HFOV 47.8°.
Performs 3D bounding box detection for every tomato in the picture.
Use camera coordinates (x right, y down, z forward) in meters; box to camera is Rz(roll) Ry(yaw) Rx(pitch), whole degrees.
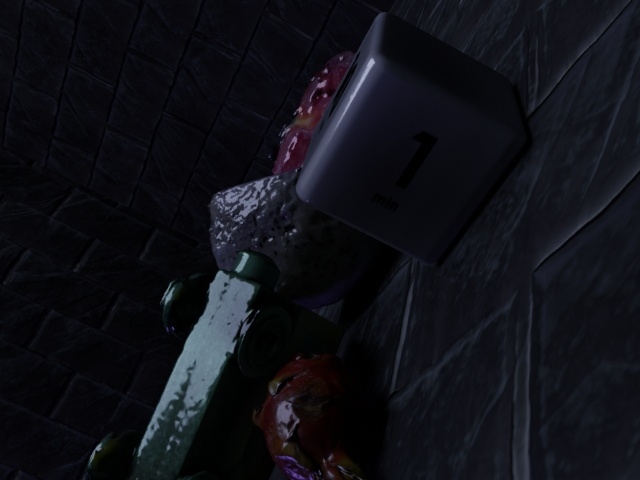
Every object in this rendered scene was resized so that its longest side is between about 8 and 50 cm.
[{"bbox_3d":[0.057,-0.221,1.552,0.289,0.176,0.335,20,82,61],"label":"tomato"}]

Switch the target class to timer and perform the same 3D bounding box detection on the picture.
[{"bbox_3d":[0.104,-0.124,0.860,0.195,0.194,0.192,-59,9,32],"label":"timer"}]

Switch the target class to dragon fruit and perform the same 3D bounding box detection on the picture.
[{"bbox_3d":[0.000,0.000,1.108,0.221,0.283,0.204,-15,85,38],"label":"dragon fruit"},{"bbox_3d":[0.006,0.211,0.751,0.246,0.125,0.125,-132,38,-61],"label":"dragon fruit"}]

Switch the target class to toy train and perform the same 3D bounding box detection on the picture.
[{"bbox_3d":[-0.119,0.218,0.915,0.253,0.160,0.397,38,-108,-57],"label":"toy train"}]
